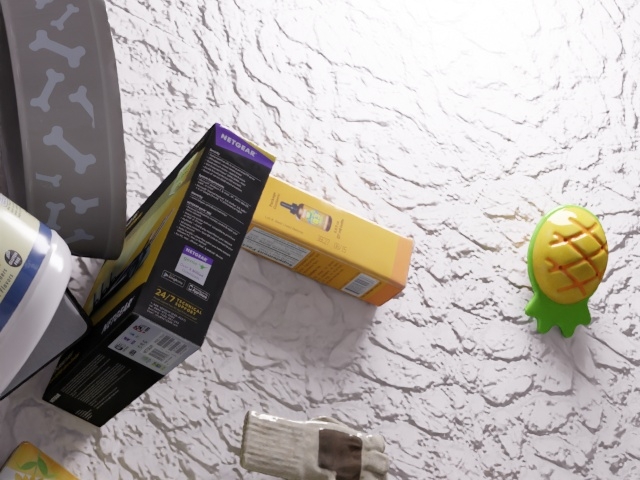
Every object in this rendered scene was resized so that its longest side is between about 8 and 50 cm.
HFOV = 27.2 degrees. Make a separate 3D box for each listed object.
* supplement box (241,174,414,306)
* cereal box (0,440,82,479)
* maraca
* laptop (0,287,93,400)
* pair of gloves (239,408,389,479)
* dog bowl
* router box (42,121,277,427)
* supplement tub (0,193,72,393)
[{"bbox_3d":[0.000,0.000,1.696,0.233,0.080,0.078,26,57,-18],"label":"supplement box"},{"bbox_3d":[-0.312,0.355,1.382,0.173,0.047,0.240,39,56,-9],"label":"cereal box"},{"bbox_3d":[0.342,0.042,1.851,0.127,0.099,0.185,10,89,-18],"label":"maraca"},{"bbox_3d":[-0.516,0.063,1.285,0.408,0.236,0.382,-37,88,5],"label":"laptop"},{"bbox_3d":[-0.008,0.324,1.565,0.204,0.042,0.240,10,66,-28],"label":"pair of gloves"},{"bbox_3d":[-0.295,-0.143,1.454,0.102,0.349,0.348,-8,72,-17],"label":"dog bowl"},{"bbox_3d":[-0.179,0.045,1.436,0.081,0.309,0.243,29,56,-15],"label":"router box"},{"bbox_3d":[-0.411,0.010,1.167,0.325,0.235,0.235,37,55,-19],"label":"supplement tub"}]
